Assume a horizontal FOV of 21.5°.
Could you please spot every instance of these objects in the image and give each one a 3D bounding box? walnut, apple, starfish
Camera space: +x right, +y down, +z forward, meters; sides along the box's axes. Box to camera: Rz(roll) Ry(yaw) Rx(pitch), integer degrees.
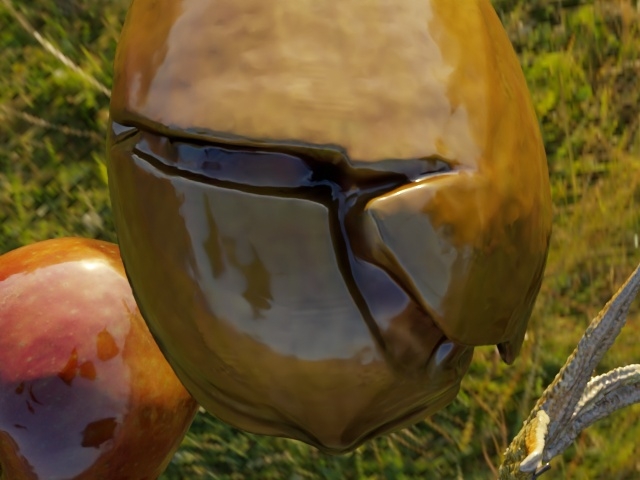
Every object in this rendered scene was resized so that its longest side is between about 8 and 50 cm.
[{"bbox_3d":[-0.005,-0.067,0.797,0.209,0.209,0.336,-13,62,7],"label":"walnut"},{"bbox_3d":[-0.191,0.105,1.286,0.230,0.230,0.230,-3,71,10],"label":"apple"},{"bbox_3d":[0.268,0.230,1.815,0.398,0.384,0.132,-39,67,-23],"label":"starfish"}]
